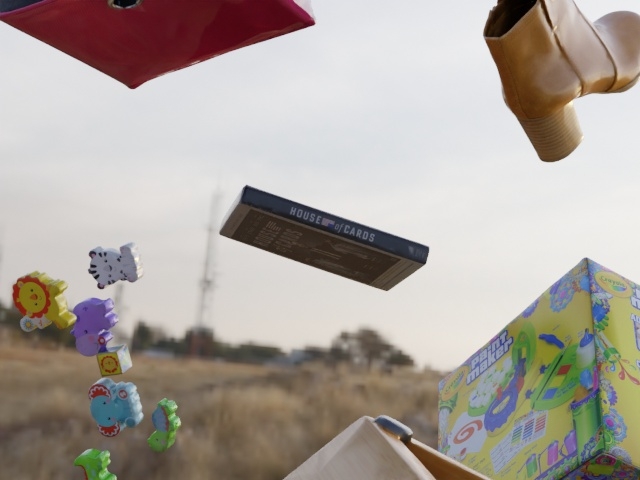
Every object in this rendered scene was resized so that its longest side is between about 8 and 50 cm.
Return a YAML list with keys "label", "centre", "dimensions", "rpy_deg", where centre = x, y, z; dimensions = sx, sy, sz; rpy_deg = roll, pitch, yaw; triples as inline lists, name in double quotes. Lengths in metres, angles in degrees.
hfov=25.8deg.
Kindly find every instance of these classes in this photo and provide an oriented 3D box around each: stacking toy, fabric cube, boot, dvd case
- label: "stacking toy"
  centre: [-0.200, 0.118, 1.274]
  dimensions: [0.052, 0.221, 0.167]
  rpy_deg: [-10, 9, 19]
- label: "fabric cube"
  centre: [-0.186, -0.342, 1.482]
  dimensions: [0.254, 0.259, 0.258]
  rpy_deg: [-16, -18, 22]
- label: "boot"
  centre: [0.302, -0.258, 1.680]
  dimensions: [0.104, 0.295, 0.211]
  rpy_deg: [5, -45, 38]
- label: "dvd case"
  centre: [0.000, 0.000, 1.747]
  dimensions: [0.239, 0.029, 0.179]
  rpy_deg: [18, -16, -8]

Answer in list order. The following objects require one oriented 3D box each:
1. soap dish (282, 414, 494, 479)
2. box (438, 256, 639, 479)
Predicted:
- label: "soap dish"
  centre: [0.119, 0.210, 0.733]
  dimensions: [0.291, 0.118, 0.229]
  rpy_deg: [28, 1, -12]
- label: "box"
  centre: [0.285, 0.229, 1.601]
  dimensions: [0.177, 0.279, 0.290]
  rpy_deg: [26, -48, -20]
